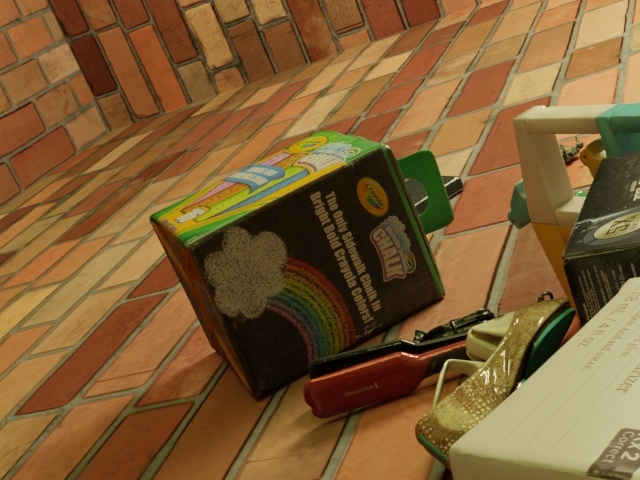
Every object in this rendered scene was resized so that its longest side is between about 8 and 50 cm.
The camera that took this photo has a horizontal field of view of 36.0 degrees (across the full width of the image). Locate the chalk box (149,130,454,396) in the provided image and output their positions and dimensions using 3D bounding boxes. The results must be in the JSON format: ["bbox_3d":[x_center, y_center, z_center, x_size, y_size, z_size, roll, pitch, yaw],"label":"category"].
[{"bbox_3d":[0.000,0.000,1.034,0.289,0.180,0.179,-27,19,-15],"label":"chalk box"}]

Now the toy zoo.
[{"bbox_3d":[0.250,-0.012,0.743,0.030,0.192,0.293,-31,19,-24],"label":"toy zoo"}]

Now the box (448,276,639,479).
[{"bbox_3d":[0.165,0.130,0.423,0.119,0.181,0.181,0,21,41],"label":"box"}]

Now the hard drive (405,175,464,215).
[{"bbox_3d":[0.108,-0.047,1.279,0.135,0.022,0.094,-33,20,-26],"label":"hard drive"}]

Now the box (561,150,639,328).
[{"bbox_3d":[0.226,0.048,0.622,0.078,0.180,0.147,-10,23,30],"label":"box"}]

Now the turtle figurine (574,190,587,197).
[{"bbox_3d":[0.305,-0.021,0.804,0.175,0.118,0.234,14,-6,-17],"label":"turtle figurine"}]

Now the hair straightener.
[{"bbox_3d":[0.095,0.088,0.872,0.231,0.047,0.089,-24,17,11],"label":"hair straightener"}]

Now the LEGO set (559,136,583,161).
[{"bbox_3d":[0.311,-0.105,1.212,0.054,0.023,0.083,-33,34,-21],"label":"LEGO set"}]

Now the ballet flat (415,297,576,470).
[{"bbox_3d":[0.134,0.097,0.755,0.067,0.073,0.206,23,37,21],"label":"ballet flat"}]
